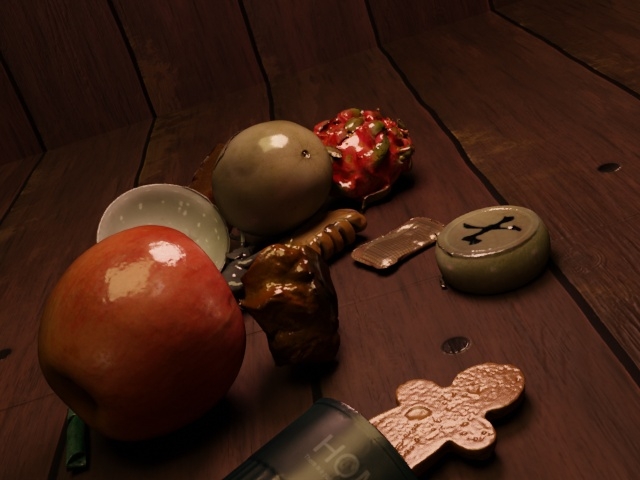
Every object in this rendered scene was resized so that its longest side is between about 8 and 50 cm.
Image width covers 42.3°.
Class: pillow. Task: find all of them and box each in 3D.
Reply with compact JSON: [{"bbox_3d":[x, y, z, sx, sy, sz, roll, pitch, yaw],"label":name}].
[{"bbox_3d":[0.179,0.004,1.859,0.211,0.034,0.135,-29,26,-25],"label":"pillow"}]

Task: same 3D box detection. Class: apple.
[{"bbox_3d":[-0.323,0.170,1.470,0.364,0.364,0.364,-15,26,7],"label":"apple"}]

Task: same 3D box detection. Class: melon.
[{"bbox_3d":[-0.123,-0.144,1.966,0.268,0.268,0.330,-38,6,-36],"label":"melon"}]

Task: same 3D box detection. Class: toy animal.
[{"bbox_3d":[-0.162,0.060,1.868,0.137,0.082,0.269,-12,40,14],"label":"toy animal"}]

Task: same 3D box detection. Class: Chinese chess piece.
[{"bbox_3d":[0.341,0.016,1.661,0.238,0.092,0.238,-15,26,8],"label":"Chinese chess piece"}]

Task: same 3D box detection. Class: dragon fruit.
[{"bbox_3d":[0.090,-0.218,2.131,0.303,0.237,0.231,-10,21,-1],"label":"dragon fruit"}]

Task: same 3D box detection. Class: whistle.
[{"bbox_3d":[-0.456,0.366,1.545,0.039,0.039,0.186,-21,26,-7],"label":"whistle"}]

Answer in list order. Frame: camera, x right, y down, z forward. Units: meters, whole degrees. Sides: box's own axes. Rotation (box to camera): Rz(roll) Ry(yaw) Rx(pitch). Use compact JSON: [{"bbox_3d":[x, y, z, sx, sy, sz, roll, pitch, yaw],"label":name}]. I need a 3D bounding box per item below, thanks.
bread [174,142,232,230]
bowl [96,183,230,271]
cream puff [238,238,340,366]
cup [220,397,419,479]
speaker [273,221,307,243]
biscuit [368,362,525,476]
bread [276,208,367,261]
[{"bbox_3d":[-0.289,-0.123,2.270,0.113,0.165,0.416,-5,27,13],"label":"bread"},{"bbox_3d":[-0.381,0.031,2.002,0.313,0.146,0.313,6,58,-10],"label":"bowl"},{"bbox_3d":[-0.046,0.111,1.538,0.155,0.269,0.241,-24,34,15],"label":"cream puff"},{"bbox_3d":[-0.021,0.401,1.019,0.292,0.308,0.242,-32,-4,-25],"label":"cup"},{"bbox_3d":[-0.060,-0.056,2.127,0.046,0.040,0.191,-1,30,28],"label":"speaker"},{"bbox_3d":[0.177,0.290,1.274,0.340,0.047,0.216,-28,30,-25],"label":"biscuit"},{"bbox_3d":[0.000,0.000,1.929,0.225,0.081,0.134,-34,24,-26],"label":"bread"}]
